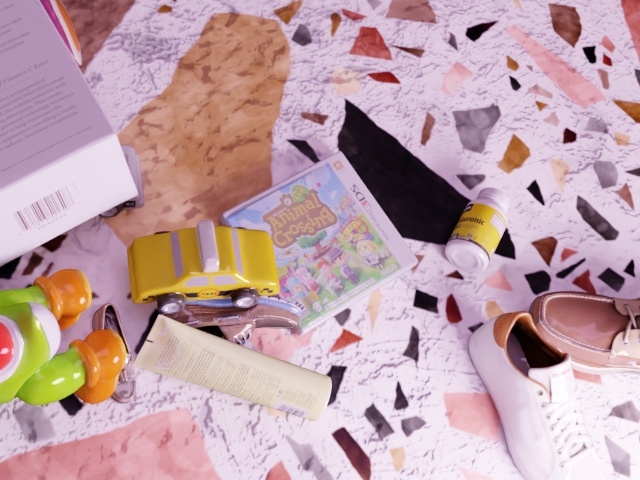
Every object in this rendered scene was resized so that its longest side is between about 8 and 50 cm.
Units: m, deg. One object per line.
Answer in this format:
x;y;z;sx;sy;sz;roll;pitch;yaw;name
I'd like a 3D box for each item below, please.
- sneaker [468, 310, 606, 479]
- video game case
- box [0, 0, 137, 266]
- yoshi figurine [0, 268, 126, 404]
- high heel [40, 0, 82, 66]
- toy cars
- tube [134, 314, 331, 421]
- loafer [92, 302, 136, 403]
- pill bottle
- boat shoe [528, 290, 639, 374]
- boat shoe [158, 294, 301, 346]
0.301;0.227;1.752;0.106;0.123;0.290;-25;79;-31;sneaker
0.000;0.000;1.793;0.212;0.023;0.193;-30;80;-29;video game case
-0.397;-0.171;1.572;0.215;0.168;0.345;-28;69;-10;box
-0.416;0.168;1.501;0.362;0.203;0.203;-20;115;-42;yoshi figurine
-0.415;-0.317;1.762;0.117;0.082;0.244;-30;94;2;high heel
-0.227;-0.033;1.645;0.394;0.087;0.176;32;59;8;toy cars
-0.105;0.160;1.650;0.240;0.062;0.070;19;84;-15;tube
-0.252;0.137;1.623;0.045;0.039;0.125;-9;70;-24;loafer
0.224;-0.017;1.864;0.065;0.065;0.116;33;59;-5;pill bottle
0.447;0.127;1.855;0.324;0.116;0.123;13;63;-16;boat shoe
-0.115;0.104;1.683;0.183;0.066;0.066;5;70;-8;boat shoe
